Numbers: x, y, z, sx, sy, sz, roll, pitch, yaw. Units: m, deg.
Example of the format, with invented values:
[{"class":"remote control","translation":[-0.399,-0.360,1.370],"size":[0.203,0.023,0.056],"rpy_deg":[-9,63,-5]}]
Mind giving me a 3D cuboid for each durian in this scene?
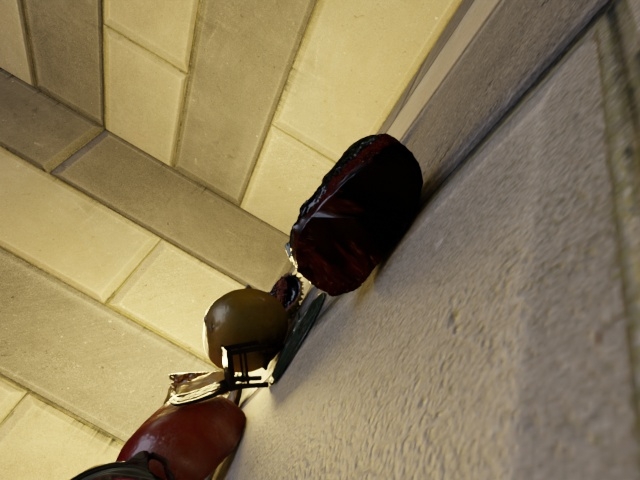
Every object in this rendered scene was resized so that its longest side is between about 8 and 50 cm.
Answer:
[{"class":"durian","translation":[-0.102,0.199,1.346],"size":[0.186,0.119,0.108],"rpy_deg":[-49,-38,-15]}]

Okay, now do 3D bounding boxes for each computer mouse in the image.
[{"class":"computer mouse","translation":[-0.282,0.520,1.360],"size":[0.102,0.045,0.198],"rpy_deg":[-76,12,-60]}]

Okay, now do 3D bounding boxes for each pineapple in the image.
[{"class":"pineapple","translation":[-0.439,0.628,1.620],"size":[0.262,0.263,0.271],"rpy_deg":[127,144,-65]}]

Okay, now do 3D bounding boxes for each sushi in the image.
[{"class":"sushi","translation":[0.049,-0.039,0.618],"size":[0.225,0.136,0.126],"rpy_deg":[-54,13,15]}]

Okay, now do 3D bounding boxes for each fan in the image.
[{"class":"fan","translation":[-0.041,0.187,1.004],"size":[0.223,0.012,0.294],"rpy_deg":[-57,5,31]}]

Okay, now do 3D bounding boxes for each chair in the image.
[{"class":"chair","translation":[-0.231,0.293,0.989],"size":[0.084,0.213,0.101],"rpy_deg":[167,98,-69]}]

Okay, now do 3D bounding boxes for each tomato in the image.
[{"class":"tomato","translation":[-0.334,0.446,0.977],"size":[0.339,0.143,0.338],"rpy_deg":[-34,1,1]}]

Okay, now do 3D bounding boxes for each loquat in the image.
[{"class":"loquat","translation":[-0.194,0.239,1.169],"size":[0.243,0.244,0.244],"rpy_deg":[-59,3,5]}]

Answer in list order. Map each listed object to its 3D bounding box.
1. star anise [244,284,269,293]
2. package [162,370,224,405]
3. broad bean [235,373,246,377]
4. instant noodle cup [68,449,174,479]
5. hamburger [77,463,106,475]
[{"class":"star anise","translation":[-0.222,0.290,1.620],"size":[0.282,0.130,0.212],"rpy_deg":[-78,-18,-48]},{"class":"package","translation":[-0.390,0.540,1.287],"size":[0.311,0.165,0.221],"rpy_deg":[-103,36,-68]},{"class":"broad bean","translation":[-0.314,0.535,1.750],"size":[0.061,0.046,0.195],"rpy_deg":[-63,2,-12]},{"class":"instant noodle cup","translation":[-0.310,0.483,0.668],"size":[0.182,0.259,0.302],"rpy_deg":[-31,37,51]},{"class":"hamburger","translation":[-0.474,0.655,0.974],"size":[0.174,0.284,0.304],"rpy_deg":[-47,3,-2]}]
